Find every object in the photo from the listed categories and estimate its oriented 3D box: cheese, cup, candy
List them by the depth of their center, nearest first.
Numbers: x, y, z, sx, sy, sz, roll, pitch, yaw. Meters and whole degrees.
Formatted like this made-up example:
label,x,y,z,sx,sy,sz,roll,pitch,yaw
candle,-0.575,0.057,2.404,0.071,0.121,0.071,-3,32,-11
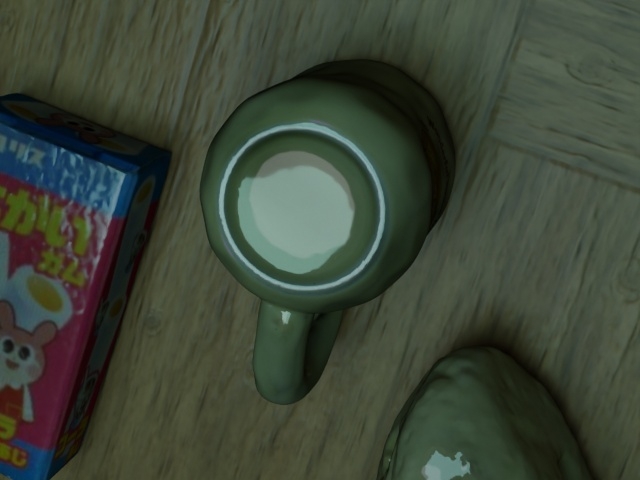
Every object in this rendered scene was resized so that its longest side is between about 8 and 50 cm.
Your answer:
label,x,y,z,sx,sy,sz,roll,pitch,yaw
cup,-0.015,-0.014,1.213,0.173,0.202,0.255,38,109,2
cheese,0.106,0.216,1.259,0.251,0.173,0.248,-13,101,21
candy,-0.252,0.042,1.341,0.157,0.100,0.306,21,108,9
